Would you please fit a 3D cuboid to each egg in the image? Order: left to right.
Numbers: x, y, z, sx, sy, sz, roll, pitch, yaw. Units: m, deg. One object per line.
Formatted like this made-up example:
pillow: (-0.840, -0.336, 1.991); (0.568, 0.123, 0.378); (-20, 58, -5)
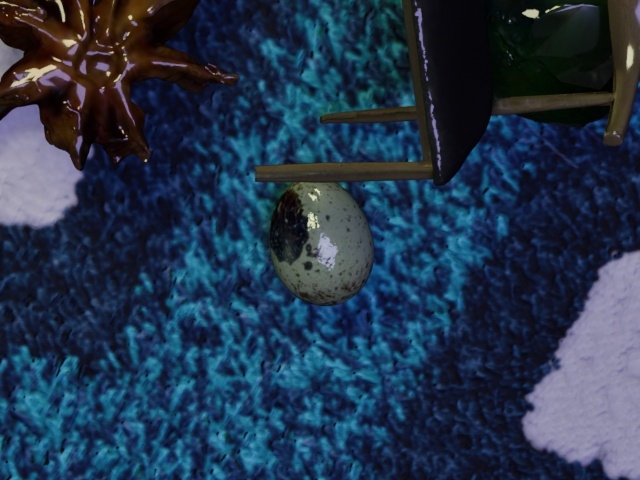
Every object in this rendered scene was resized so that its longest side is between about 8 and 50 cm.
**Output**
egg: (0.000, 0.000, 1.338); (0.085, 0.085, 0.110); (-16, 114, -7)

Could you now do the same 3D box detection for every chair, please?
chair: (0.088, -0.145, 1.192); (0.272, 0.166, 0.188); (-2, 111, 21)

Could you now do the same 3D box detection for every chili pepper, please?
chili pepper: (0.179, -0.201, 1.286); (0.148, 0.116, 0.264); (-12, 113, -6)

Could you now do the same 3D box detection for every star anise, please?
star anise: (-0.207, -0.148, 1.206); (0.346, 0.148, 0.237); (-27, 93, 0)
